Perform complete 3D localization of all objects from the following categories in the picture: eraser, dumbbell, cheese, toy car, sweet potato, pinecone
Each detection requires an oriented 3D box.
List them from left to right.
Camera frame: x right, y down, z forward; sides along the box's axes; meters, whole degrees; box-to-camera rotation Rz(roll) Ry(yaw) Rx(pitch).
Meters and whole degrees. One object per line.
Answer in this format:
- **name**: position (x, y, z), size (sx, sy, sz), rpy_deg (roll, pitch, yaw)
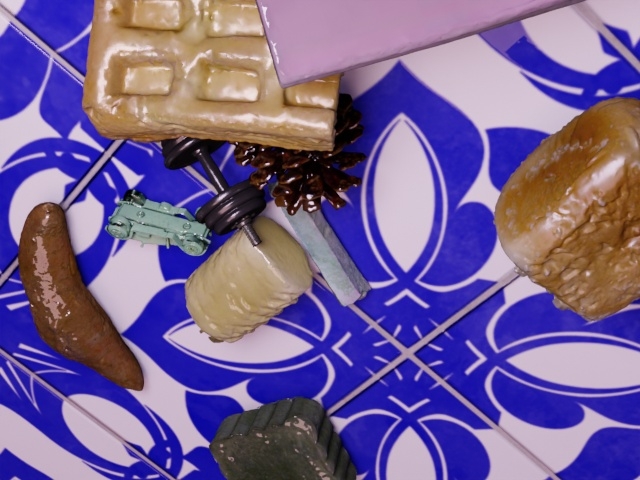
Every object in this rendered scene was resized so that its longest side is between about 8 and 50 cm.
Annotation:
- **sweet potato**: position (-0.366, 0.102, 1.360), size (0.114, 0.092, 0.341), rpy_deg (-17, 118, 4)
- **toy car**: position (-0.214, -0.020, 1.262), size (0.143, 0.073, 0.054), rpy_deg (13, 139, 5)
- **dumbbell**: position (-0.133, -0.083, 1.170), size (0.099, 0.099, 0.208), rpy_deg (-35, 84, 29)
- **cheese**: position (-0.101, 0.057, 1.255), size (0.167, 0.094, 0.123), rpy_deg (-38, 82, 35)
- **pinecone**: position (-0.018, -0.105, 1.112), size (0.163, 0.163, 0.165), rpy_deg (-12, 125, 20)
- **eraser**: position (0.097, -0.318, 0.868), size (0.359, 0.122, 0.272), rpy_deg (-15, 95, -1)

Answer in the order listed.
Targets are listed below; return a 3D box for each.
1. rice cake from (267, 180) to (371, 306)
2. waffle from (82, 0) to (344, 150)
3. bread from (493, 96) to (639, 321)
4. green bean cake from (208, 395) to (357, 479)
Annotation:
- **rice cake**: position (0.000, 0.000, 1.245), size (0.043, 0.034, 0.211), rpy_deg (-18, 116, 32)
- **waffle**: position (-0.105, -0.272, 0.992), size (0.304, 0.077, 0.348), rpy_deg (6, 93, 10)
- **bread**: position (0.318, -0.041, 1.063), size (0.195, 0.176, 0.246), rpy_deg (34, 121, -23)
- **green bean cake**: position (-0.055, 0.337, 1.430), size (0.183, 0.094, 0.185), rpy_deg (-17, 115, 23)
